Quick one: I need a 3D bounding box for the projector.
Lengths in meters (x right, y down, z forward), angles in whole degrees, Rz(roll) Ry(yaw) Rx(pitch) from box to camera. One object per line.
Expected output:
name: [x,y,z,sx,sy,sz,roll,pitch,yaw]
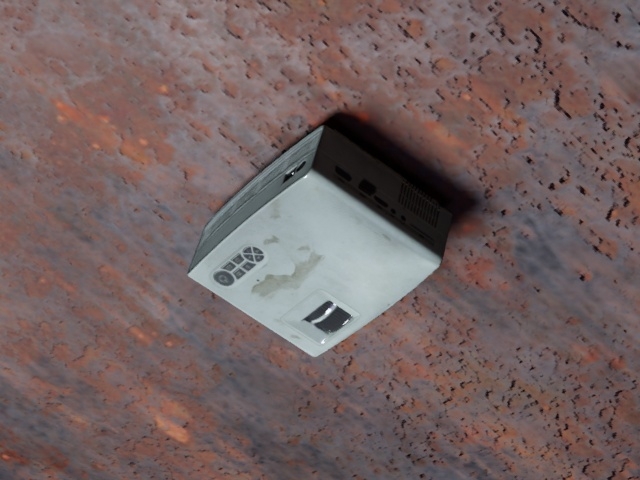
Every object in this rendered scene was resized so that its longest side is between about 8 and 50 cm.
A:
projector: [0.000,0.000,1.304,0.115,0.061,0.147,35,136,-17]
